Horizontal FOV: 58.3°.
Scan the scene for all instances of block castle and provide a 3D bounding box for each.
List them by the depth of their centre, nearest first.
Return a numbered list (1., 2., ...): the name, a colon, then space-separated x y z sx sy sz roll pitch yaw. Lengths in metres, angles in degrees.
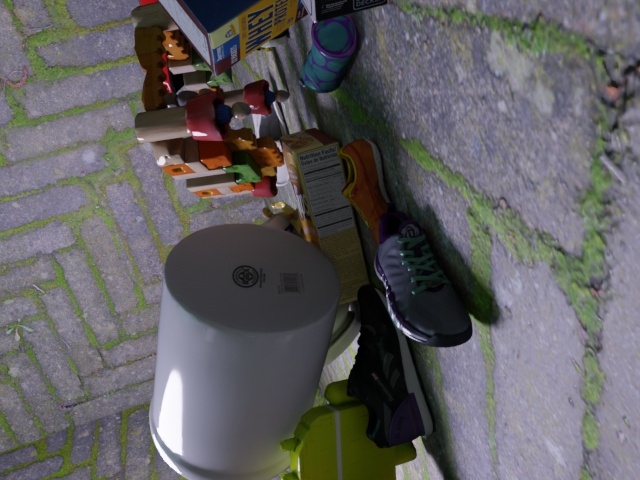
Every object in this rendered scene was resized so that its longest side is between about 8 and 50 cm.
1. block castle: -0.195 -0.272 1.193 0.453 0.212 0.303 51 -146 -75

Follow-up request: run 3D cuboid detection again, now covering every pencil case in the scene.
1. pencil case: 0.009 -0.258 0.802 0.070 0.064 0.151 48 171 -2

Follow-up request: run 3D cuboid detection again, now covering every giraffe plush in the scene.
1. giraffe plush: -0.093 -0.016 1.518 0.170 0.181 0.210 -25 -52 -78

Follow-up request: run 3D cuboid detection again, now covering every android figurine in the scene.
1. android figurine: 0.053 0.378 1.057 0.056 0.272 0.248 10 105 64

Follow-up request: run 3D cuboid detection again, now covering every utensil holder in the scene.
1. utensil holder: -0.150 0.207 1.076 0.328 0.327 0.385 -117 32 -49

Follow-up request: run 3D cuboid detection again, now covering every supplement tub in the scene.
1. supplement tub: -0.083 0.132 1.355 0.331 0.241 0.241 51 174 -7

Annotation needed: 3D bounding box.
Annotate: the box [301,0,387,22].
1. box: 0.000 -0.380 0.530 0.290 0.087 0.169 87 164 -58

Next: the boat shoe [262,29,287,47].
1. boat shoe: -0.131 -0.477 1.228 0.228 0.081 0.069 -129 24 -49

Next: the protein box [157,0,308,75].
1. protein box: -0.132 -0.388 0.807 0.201 0.200 0.136 52 171 1

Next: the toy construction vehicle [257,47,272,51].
1. toy construction vehicle: -0.139 -0.505 1.389 0.098 0.035 0.086 -126 31 -58

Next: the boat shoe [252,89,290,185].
1. boat shoe: -0.135 -0.274 1.589 0.096 0.098 0.277 -125 20 -66

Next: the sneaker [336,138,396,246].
1. sneaker: 0.067 -0.057 0.832 0.064 0.067 0.175 -176 67 -79

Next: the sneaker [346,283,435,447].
1. sneaker: 0.097 0.221 1.006 0.107 0.124 0.283 121 131 -77

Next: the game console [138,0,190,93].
1. game console: -0.282 -0.564 1.286 0.342 0.060 0.386 93 -163 -45

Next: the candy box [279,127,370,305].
1. candy box: 0.009 -0.051 1.143 0.183 0.087 0.316 -127 20 -67

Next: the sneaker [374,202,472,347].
1. sneaker: 0.111 0.035 0.693 0.224 0.083 0.098 -121 21 -60
